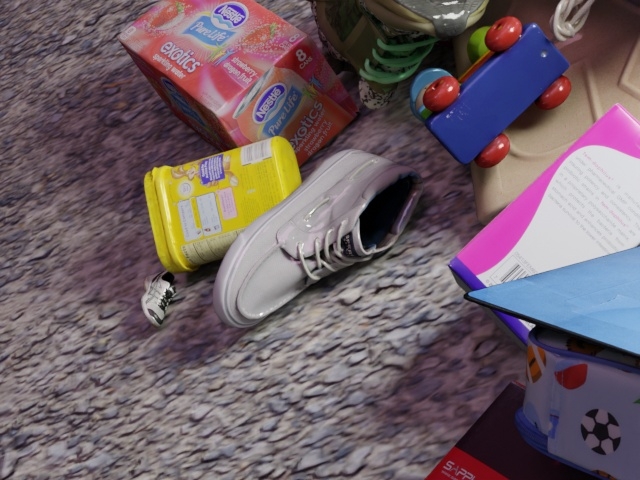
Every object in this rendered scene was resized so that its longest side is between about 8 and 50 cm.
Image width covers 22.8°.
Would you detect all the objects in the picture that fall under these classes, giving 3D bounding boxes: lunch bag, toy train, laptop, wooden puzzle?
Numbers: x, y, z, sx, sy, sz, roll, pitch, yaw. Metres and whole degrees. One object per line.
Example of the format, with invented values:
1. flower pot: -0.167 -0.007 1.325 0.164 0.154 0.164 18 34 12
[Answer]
1. lunch bag: 0.327 0.132 1.256 0.303 0.115 0.243 20 21 38
2. toy train: 0.201 -0.197 1.660 0.248 0.105 0.143 -44 22 1
3. laptop: 0.392 -0.039 1.224 0.382 0.408 0.236 -13 56 -38
4. wooden puzzle: 0.305 -0.194 1.686 0.348 0.080 0.322 -28 44 26

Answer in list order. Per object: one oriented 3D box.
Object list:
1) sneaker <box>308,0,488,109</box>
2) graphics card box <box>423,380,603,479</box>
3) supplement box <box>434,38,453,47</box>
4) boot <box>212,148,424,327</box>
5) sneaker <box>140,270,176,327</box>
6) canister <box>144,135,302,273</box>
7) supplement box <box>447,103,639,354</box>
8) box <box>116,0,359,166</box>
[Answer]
1. sneaker: 0.088 -0.239 1.821 0.158 0.182 0.410 -9 15 -14
2. graphics card box: 0.134 0.309 1.308 0.371 0.094 0.233 -47 40 -12
3. supplement box: 0.163 -0.263 1.908 0.083 0.055 0.043 13 60 45
4. boot: 0.000 0.000 1.722 0.258 0.095 0.123 -49 33 -18
5. sneaker: -0.186 0.065 1.846 0.037 0.032 0.083 -24 40 15
6. canister: -0.107 -0.042 1.834 0.170 0.073 0.126 -15 81 20
7. supplement box: 0.239 -0.006 1.494 0.220 0.114 0.111 -43 76 0
8. box: -0.107 -0.207 1.979 0.154 0.142 0.300 -41 38 -7
